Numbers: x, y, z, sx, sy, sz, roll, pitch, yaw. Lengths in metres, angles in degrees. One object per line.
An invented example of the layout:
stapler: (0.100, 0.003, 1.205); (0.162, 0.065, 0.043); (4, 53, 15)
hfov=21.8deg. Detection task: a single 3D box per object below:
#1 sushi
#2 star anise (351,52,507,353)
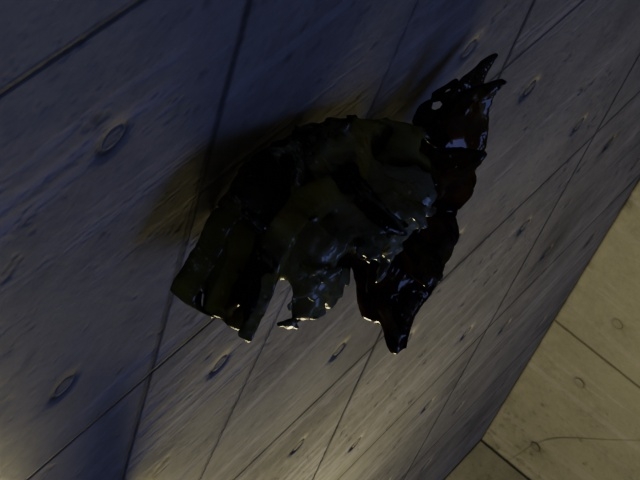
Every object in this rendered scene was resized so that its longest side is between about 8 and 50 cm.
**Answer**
sushi: (-0.006, -0.004, 1.186); (0.139, 0.131, 0.291); (-60, 172, 26)
star anise: (0.072, -0.043, 1.386); (0.272, 0.102, 0.272); (-160, -90, -83)
